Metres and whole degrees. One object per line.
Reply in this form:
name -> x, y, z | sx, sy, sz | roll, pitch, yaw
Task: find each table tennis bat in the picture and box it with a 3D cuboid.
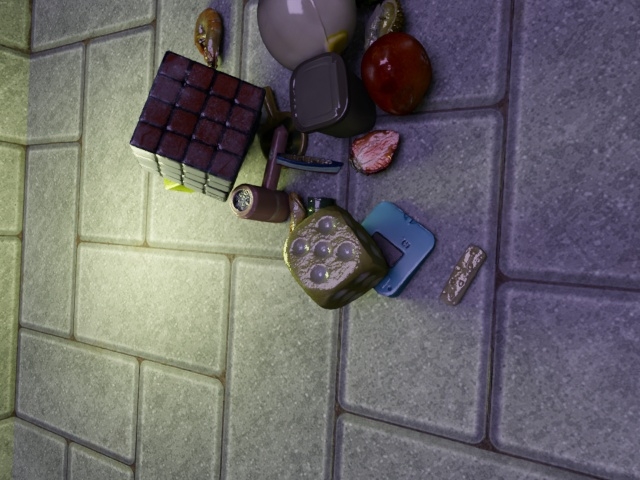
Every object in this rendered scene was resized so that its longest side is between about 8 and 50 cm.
table tennis bat -> -0.155, -0.417, 1.794 | 0.199, 0.050, 0.320 | -24, 82, 30

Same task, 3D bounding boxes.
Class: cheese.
cheese -> 0.419, 0.103, 1.442 | 0.065, 0.043, 0.193 | 34, 107, 25

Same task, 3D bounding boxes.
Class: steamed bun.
steamed bun -> -0.045, -0.703, 1.555 | 0.334, 0.374, 0.333 | -3, 102, -12

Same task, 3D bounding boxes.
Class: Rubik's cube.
Rubik's cube -> -0.407, -0.364, 1.655 | 0.344, 0.337, 0.344 | 22, 78, -10

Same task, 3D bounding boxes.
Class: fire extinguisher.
fire extinguisher -> 0.000, 0.000, 1.665 | 0.093, 0.118, 0.293 | 180, 91, -66

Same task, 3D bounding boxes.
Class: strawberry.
strawberry -> 0.177, -0.287, 1.572 | 0.187, 0.082, 0.146 | -36, 77, 19

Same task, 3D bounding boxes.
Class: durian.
durian -> 0.200, -0.654, 1.546 | 0.208, 0.103, 0.146 | -56, 36, 22

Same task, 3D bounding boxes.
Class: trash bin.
trash bin -> 0.048, -0.437, 1.550 | 0.220, 0.250, 0.219 | -5, 86, 31

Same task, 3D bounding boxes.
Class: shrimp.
shrimp -> -0.458, -0.791, 1.965 | 0.152, 0.063, 0.286 | -3, 84, 33

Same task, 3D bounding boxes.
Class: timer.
timer -> 0.218, 0.029, 1.562 | 0.232, 0.091, 0.250 | 42, 98, 25

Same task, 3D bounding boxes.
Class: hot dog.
hot dog -> -0.078, -0.089, 1.727 | 0.078, 0.061, 0.168 | 168, 101, -73

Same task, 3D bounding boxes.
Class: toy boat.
toy boat -> -0.038, -0.262, 1.665 | 0.229, 0.080, 0.045 | 8, 114, -8

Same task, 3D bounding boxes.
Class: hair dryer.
hair dryer -> -0.186, -0.239, 1.712 | 0.126, 0.210, 0.352 | 15, 95, 32

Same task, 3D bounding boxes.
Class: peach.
peach -> 0.222, -0.493, 1.462 | 0.200, 0.244, 0.243 | 3, 91, 37

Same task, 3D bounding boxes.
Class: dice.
dice -> 0.045, 0.054, 1.451 | 0.227, 0.238, 0.233 | -40, 66, 11

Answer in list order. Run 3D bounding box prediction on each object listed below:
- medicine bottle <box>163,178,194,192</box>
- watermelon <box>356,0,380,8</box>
medicine bottle -> -0.493, -0.290, 1.935 | 0.250, 0.141, 0.137 | -16, 79, 29
watermelon -> 0.216, -0.831, 1.513 | 0.304, 0.159, 0.128 | -38, 75, 24
